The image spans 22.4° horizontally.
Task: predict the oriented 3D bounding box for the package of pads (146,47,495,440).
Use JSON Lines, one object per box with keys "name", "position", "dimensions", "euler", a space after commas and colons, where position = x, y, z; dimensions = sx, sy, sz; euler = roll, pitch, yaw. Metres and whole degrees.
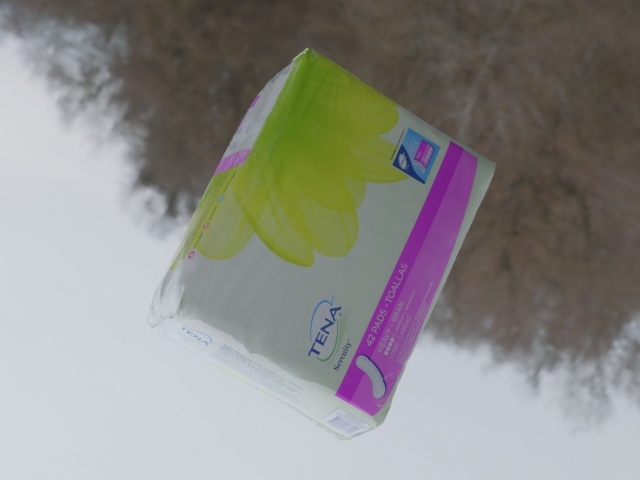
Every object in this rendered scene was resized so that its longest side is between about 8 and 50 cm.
{"name": "package of pads", "position": [0.000, 0.000, 1.468], "dimensions": [0.229, 0.296, 0.101], "euler": [31, 159, -15]}
